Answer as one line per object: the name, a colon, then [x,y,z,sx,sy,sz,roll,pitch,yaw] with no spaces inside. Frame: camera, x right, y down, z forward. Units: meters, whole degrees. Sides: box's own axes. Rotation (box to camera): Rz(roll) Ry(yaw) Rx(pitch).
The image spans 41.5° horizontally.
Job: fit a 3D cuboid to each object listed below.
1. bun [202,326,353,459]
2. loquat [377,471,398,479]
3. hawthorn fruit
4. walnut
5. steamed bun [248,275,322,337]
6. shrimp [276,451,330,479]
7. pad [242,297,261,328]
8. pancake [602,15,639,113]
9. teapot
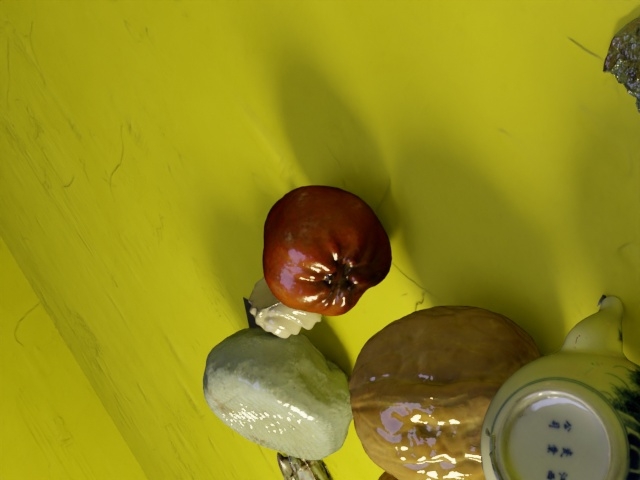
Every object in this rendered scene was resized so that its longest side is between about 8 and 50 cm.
bun: [-0.083,0.311,1.768,0.355,0.194,0.354,20,146,14]
loquat: [0.189,0.496,1.534,0.208,0.208,0.208,33,136,38]
hawthorn fruit: [0.000,0.000,1.458,0.260,0.224,0.224,-117,23,-51]
walnut: [0.203,0.240,1.274,0.313,0.277,0.252,-11,138,21]
steamed bun: [-0.054,0.118,1.651,0.183,0.183,0.106,4,136,53]
shrimp: [-0.032,0.598,2.033,0.247,0.085,0.360,11,125,58]
pad: [-0.128,0.233,1.969,0.127,0.004,0.190,21,128,46]
pancake: [0.384,-0.196,0.951,0.129,0.023,0.116,55,143,14]
teapot: [0.342,0.269,1.064,0.252,0.280,0.423,-1,76,36]
